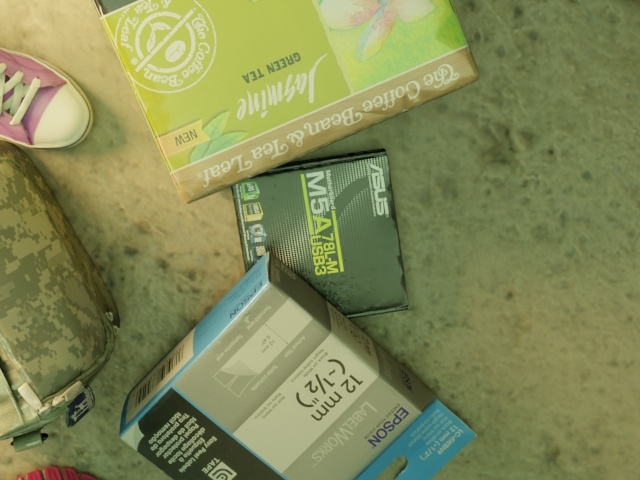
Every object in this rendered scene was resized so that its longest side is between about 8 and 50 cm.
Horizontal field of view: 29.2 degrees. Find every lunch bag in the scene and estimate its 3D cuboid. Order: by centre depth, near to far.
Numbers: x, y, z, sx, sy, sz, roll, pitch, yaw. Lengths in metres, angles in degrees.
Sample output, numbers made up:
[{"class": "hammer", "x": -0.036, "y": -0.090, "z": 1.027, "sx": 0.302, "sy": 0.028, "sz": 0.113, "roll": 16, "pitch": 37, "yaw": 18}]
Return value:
[{"class": "lunch bag", "x": -0.362, "y": 0.059, "z": 1.318, "sx": 0.212, "sy": 0.256, "sz": 0.305, "roll": -27, "pitch": 99, "yaw": 3}]

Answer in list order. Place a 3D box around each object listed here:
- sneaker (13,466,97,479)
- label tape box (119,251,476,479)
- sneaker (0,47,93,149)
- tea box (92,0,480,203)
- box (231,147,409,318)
[{"class": "sneaker", "x": -0.357, "y": 0.348, "z": 1.450, "sx": 0.252, "sy": 0.103, "sz": 0.111, "roll": -8, "pitch": 122, "yaw": -8}, {"class": "label tape box", "x": -0.017, "y": 0.221, "z": 1.408, "sx": 0.347, "sy": 0.115, "sz": 0.249, "roll": 42, "pitch": 101, "yaw": -13}, {"class": "sneaker", "x": -0.385, "y": -0.177, "z": 1.330, "sx": 0.282, "sy": 0.161, "sz": 0.102, "roll": 27, "pitch": 96, "yaw": -7}, {"class": "tea box", "x": -0.051, "y": -0.255, "z": 1.297, "sx": 0.329, "sy": 0.220, "sz": 0.324, "roll": -24, "pitch": 100, "yaw": 2}, {"class": "box", "x": 0.000, "y": 0.000, "z": 1.428, "sx": 0.184, "sy": 0.045, "sz": 0.191, "roll": -7, "pitch": 100, "yaw": 2}]
